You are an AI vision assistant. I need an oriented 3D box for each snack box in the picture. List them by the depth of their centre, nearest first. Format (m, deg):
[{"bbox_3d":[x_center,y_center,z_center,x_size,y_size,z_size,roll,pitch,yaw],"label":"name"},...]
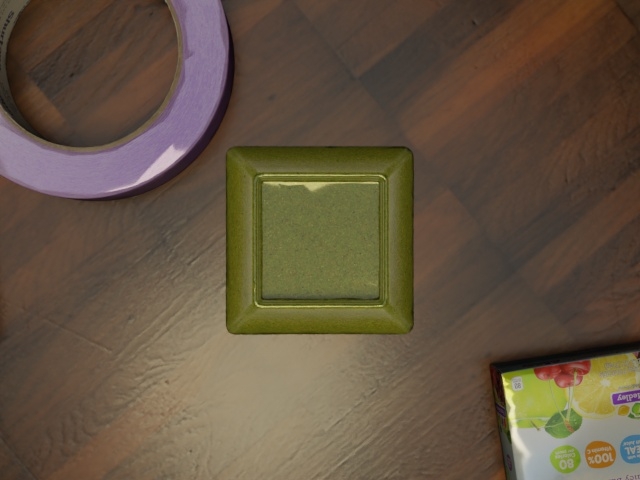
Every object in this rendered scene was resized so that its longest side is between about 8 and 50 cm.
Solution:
[{"bbox_3d":[0.268,0.212,1.090,0.174,0.070,0.207,-9,92,-2],"label":"snack box"}]

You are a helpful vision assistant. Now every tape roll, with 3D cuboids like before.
[{"bbox_3d":[-0.221,-0.176,1.070,0.274,0.090,0.275,0,90,-2],"label":"tape roll"}]

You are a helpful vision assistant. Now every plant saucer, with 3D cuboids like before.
[{"bbox_3d":[0.000,0.000,1.096,0.188,0.045,0.188,0,90,-2],"label":"plant saucer"}]
